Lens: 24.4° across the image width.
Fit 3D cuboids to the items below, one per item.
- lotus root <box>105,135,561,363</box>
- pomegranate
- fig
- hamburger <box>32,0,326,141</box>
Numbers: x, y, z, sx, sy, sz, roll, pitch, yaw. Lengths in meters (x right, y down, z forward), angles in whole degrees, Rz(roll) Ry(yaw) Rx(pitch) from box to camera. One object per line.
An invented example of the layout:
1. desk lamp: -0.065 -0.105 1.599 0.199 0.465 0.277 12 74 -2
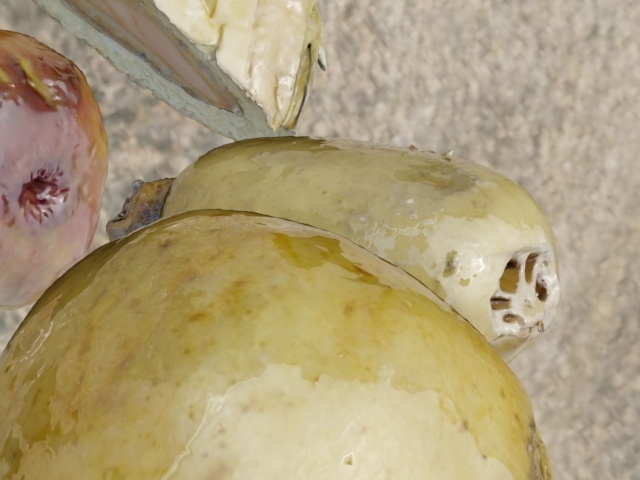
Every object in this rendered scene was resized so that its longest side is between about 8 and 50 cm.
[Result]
1. lotus root: 0.000 0.000 1.007 0.169 0.343 0.151 19 85 -58
2. pomegranate: -0.030 0.113 0.610 0.260 0.260 0.260 -15 135 -16
3. fig: -0.237 -0.037 0.833 0.159 0.257 0.159 0 89 -53
4. hamburger: -0.103 -0.241 1.255 0.209 0.330 0.162 -50 179 -21
